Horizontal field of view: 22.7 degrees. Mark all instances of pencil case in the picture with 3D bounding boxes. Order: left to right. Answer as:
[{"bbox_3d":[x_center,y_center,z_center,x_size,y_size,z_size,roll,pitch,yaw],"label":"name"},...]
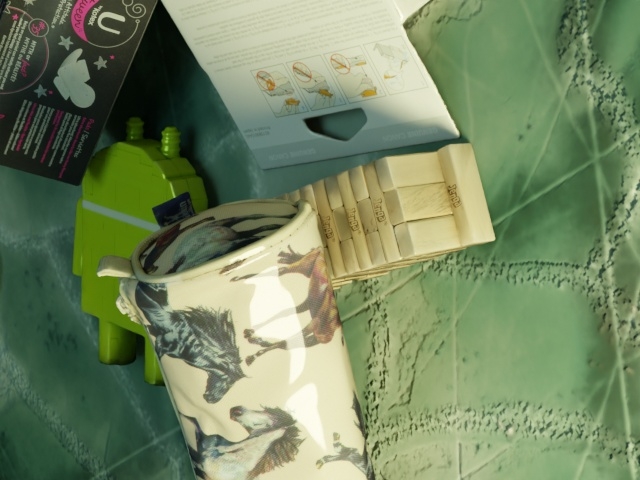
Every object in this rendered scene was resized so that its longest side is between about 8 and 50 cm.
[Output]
[{"bbox_3d":[-0.054,0.162,1.402,0.183,0.160,0.410,-10,114,8],"label":"pencil case"}]

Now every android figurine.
[{"bbox_3d":[-0.185,0.009,1.684,0.248,0.056,0.273,15,107,45],"label":"android figurine"}]

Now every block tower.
[{"bbox_3d":[0.000,0.000,1.459,0.335,0.097,0.091,-20,82,45],"label":"block tower"}]

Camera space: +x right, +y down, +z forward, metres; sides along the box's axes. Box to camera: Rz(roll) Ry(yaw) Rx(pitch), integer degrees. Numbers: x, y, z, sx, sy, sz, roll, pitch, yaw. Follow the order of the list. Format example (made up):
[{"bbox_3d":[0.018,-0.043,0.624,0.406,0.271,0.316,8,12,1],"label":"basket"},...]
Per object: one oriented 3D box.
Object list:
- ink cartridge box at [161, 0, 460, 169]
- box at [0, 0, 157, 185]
[{"bbox_3d":[-0.009,-0.191,1.450,0.275,0.060,0.239,-6,123,47],"label":"ink cartridge box"},{"bbox_3d":[-0.270,-0.209,1.647,0.163,0.142,0.247,-98,31,-52],"label":"box"}]
